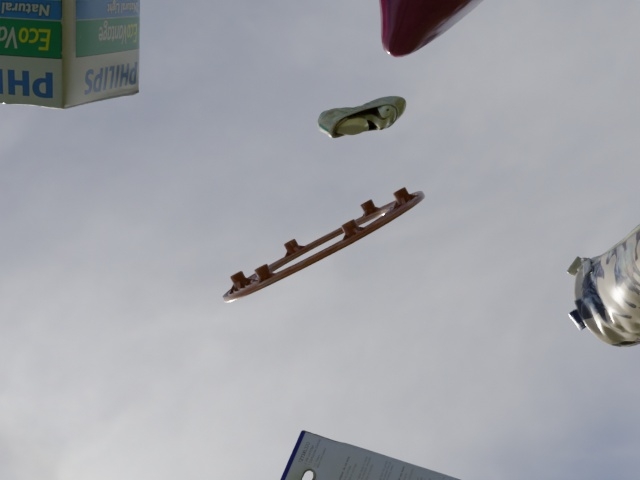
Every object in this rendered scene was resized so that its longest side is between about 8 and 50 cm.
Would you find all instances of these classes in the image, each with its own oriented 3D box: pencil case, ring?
[{"bbox_3d":[0.534,0.037,1.873,0.160,0.184,0.410,-58,-3,-24],"label":"pencil case"},{"bbox_3d":[0.000,0.000,1.752,0.337,0.336,0.032,-29,-87,-22],"label":"ring"}]

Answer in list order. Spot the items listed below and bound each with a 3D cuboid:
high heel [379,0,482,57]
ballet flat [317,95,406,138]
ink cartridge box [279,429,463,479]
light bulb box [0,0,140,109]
[{"bbox_3d":[0.144,-0.282,1.122,0.377,0.127,0.181,-27,-37,-61],"label":"high heel"},{"bbox_3d":[0.074,-0.190,1.891,0.168,0.052,0.057,-16,-50,-25],"label":"ballet flat"},{"bbox_3d":[0.115,0.383,1.533,0.069,0.371,0.175,76,-146,-58],"label":"ink cartridge box"},{"bbox_3d":[-0.407,-0.347,1.365,0.225,0.358,0.360,-41,-46,-71],"label":"light bulb box"}]
